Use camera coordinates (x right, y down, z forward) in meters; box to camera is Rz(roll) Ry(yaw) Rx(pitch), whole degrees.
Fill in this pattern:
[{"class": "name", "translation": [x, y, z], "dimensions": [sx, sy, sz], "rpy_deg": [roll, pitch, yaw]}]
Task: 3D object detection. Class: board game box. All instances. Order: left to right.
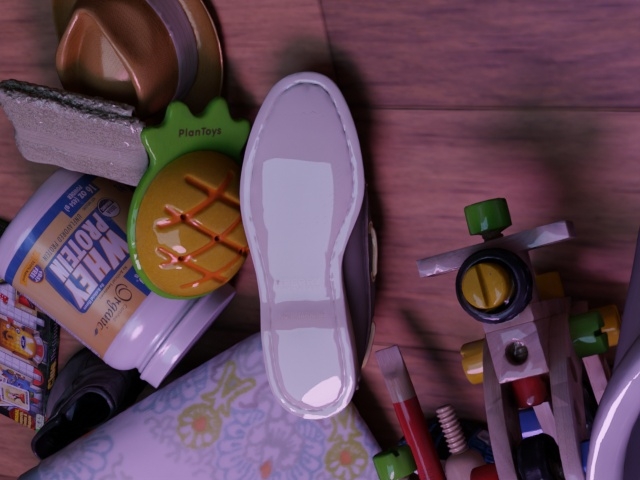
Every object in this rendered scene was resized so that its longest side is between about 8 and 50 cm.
[{"class": "board game box", "translation": [-0.348, 0.089, 1.613], "dimensions": [0.136, 0.030, 0.260], "rpy_deg": [24, 130, 17]}]

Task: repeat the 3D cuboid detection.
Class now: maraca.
[{"class": "maraca", "translation": [-0.112, -0.035, 1.299], "dimensions": [0.099, 0.127, 0.186], "rpy_deg": [28, 120, 49]}]

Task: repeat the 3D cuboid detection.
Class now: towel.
[{"class": "towel", "translation": [-0.215, -0.094, 1.316], "dimensions": [0.148, 0.027, 0.110], "rpy_deg": [16, 150, 15]}, {"class": "towel", "translation": [-0.068, 0.299, 1.444], "dimensions": [0.320, 0.090, 0.374], "rpy_deg": [-32, 108, -5]}]

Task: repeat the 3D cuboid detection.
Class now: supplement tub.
[{"class": "supplement tub", "translation": [-0.195, 0.032, 1.406], "dimensions": [0.199, 0.144, 0.144], "rpy_deg": [38, 132, 2]}]

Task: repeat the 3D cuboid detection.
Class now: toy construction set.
[{"class": "toy construction set", "translation": [0.150, 0.087, 1.225], "dimensions": [0.309, 0.257, 0.237], "rpy_deg": [-21, 89, 45]}]

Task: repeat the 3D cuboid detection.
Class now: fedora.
[{"class": "fedora", "translation": [-0.178, -0.164, 1.308], "dimensions": [0.194, 0.079, 0.194], "rpy_deg": [15, 126, 21]}]

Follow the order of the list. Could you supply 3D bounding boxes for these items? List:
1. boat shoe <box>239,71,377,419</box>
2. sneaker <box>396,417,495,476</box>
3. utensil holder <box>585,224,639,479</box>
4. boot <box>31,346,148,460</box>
[{"class": "boat shoe", "translation": [-0.005, 0.000, 1.297], "dimensions": [0.109, 0.091, 0.305], "rpy_deg": [2, 104, 15]}, {"class": "sneaker", "translation": [0.161, 0.224, 1.384], "dimensions": [0.190, 0.071, 0.083], "rpy_deg": [10, 130, 25]}, {"class": "utensil holder", "translation": [0.350, 0.048, 0.910], "dimensions": [0.327, 0.385, 0.327], "rpy_deg": [9, 123, 13]}, {"class": "boot", "translation": [-0.253, 0.174, 1.524], "dimensions": [0.083, 0.161, 0.246], "rpy_deg": [44, 132, -3]}]
